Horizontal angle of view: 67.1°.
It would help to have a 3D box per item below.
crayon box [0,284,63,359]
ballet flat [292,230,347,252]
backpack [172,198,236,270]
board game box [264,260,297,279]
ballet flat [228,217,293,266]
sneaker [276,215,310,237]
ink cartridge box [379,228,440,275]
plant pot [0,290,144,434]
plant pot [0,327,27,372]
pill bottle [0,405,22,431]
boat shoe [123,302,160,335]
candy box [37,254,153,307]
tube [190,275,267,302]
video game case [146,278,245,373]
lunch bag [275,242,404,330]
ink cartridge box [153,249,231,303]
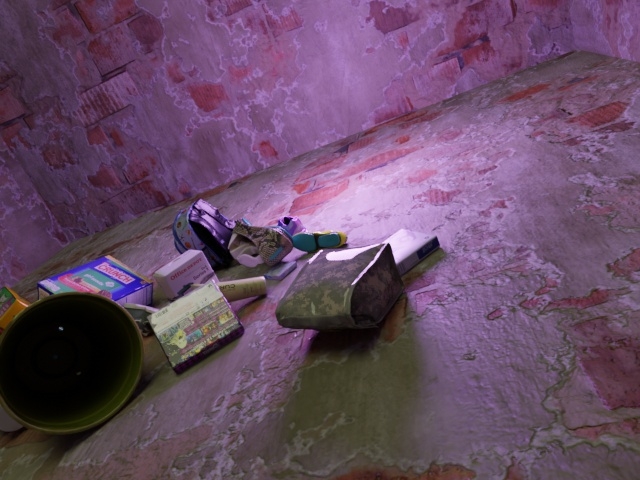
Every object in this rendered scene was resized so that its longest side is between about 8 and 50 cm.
[{"bbox_3d":[-1.012,0.311,1.736,0.362,0.313,0.106,5,52,51],"label":"crayon box"},{"bbox_3d":[0.000,0.000,1.773,0.230,0.077,0.077,-4,7,36],"label":"ballet flat"},{"bbox_3d":[-0.492,-0.029,2.040,0.213,0.263,0.277,-24,31,20],"label":"backpack"},{"bbox_3d":[-0.142,0.106,1.722,0.090,0.020,0.090,-1,30,48],"label":"board game box"},{"bbox_3d":[-0.270,0.014,1.909,0.182,0.164,0.482,-50,26,-13],"label":"ballet flat"},{"bbox_3d":[-0.147,-0.053,1.992,0.236,0.105,0.095,-2,32,47],"label":"sneaker"},{"bbox_3d":[0.210,0.039,1.472,0.223,0.045,0.224,-34,23,-23],"label":"ink cartridge box"},{"bbox_3d":[-0.751,0.346,1.416,0.366,0.367,0.352,-39,14,-34],"label":"plant pot"},{"bbox_3d":[-1.161,0.431,1.737,0.274,0.275,0.243,-30,11,-16],"label":"plant pot"},{"bbox_3d":[-0.979,0.509,1.505,0.229,0.131,0.131,2,33,48],"label":"pill bottle"},{"bbox_3d":[-0.608,0.290,1.725,0.319,0.116,0.099,4,77,39],"label":"boat shoe"},{"bbox_3d":[-0.856,0.204,1.860,0.268,0.122,0.317,24,26,20],"label":"candy box"},{"bbox_3d":[-0.298,0.170,1.589,0.239,0.062,0.070,-9,56,-13],"label":"tube"},{"bbox_3d":[-0.378,0.252,1.459,0.232,0.042,0.210,-31,55,-17],"label":"video game case"},{"bbox_3d":[0.048,0.141,1.237,0.235,0.169,0.287,-7,22,37],"label":"lunch bag"},{"bbox_3d":[-0.427,0.162,1.614,0.092,0.220,0.160,1,32,49],"label":"ink cartridge box"}]
